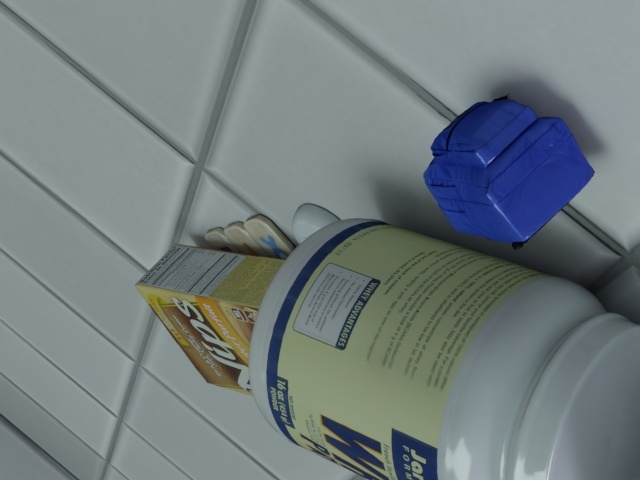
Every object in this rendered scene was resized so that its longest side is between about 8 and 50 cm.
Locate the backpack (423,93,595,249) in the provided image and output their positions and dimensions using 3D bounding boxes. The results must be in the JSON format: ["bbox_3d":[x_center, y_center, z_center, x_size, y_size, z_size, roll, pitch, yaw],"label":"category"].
[{"bbox_3d":[0.139,-0.060,0.977,0.101,0.098,0.120,58,164,-13],"label":"backpack"}]

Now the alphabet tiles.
[{"bbox_3d":[-0.021,0.084,1.508,0.278,0.021,0.284,48,153,-16],"label":"alphabet tiles"}]

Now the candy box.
[{"bbox_3d":[-0.069,0.108,1.484,0.316,0.087,0.183,6,136,50],"label":"candy box"}]

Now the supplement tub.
[{"bbox_3d":[0.122,0.125,1.126,0.325,0.235,0.235,19,147,39],"label":"supplement tub"}]

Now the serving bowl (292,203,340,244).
[{"bbox_3d":[0.000,0.000,1.336,0.083,0.027,0.083,33,154,18],"label":"serving bowl"}]
